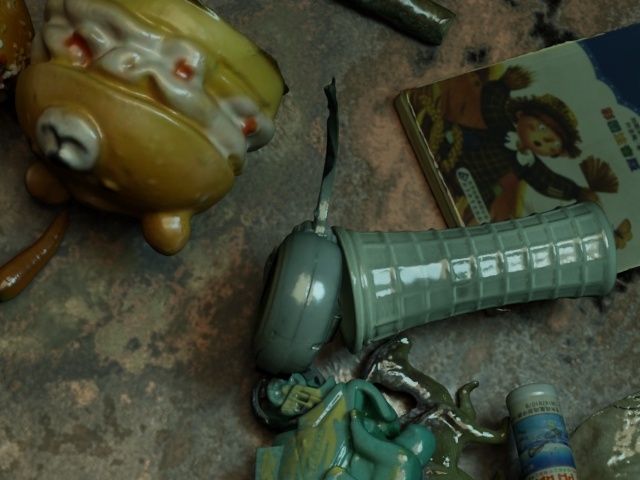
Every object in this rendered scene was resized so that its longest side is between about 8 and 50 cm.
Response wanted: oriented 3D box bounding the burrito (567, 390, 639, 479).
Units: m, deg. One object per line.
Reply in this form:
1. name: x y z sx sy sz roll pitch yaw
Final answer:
1. burrito: 0.311 0.298 1.412 0.175 0.107 0.347 8 69 17

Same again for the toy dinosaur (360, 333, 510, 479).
1. toy dinosaur: 0.128 0.242 1.423 0.162 0.077 0.294 -1 56 -10

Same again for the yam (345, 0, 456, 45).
1. yam: 0.037 -0.318 1.618 0.274 0.061 0.061 27 66 -4

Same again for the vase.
1. vase: 0.167 0.032 1.452 0.299 0.143 0.143 -8 72 -9

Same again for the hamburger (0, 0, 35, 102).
1. hamburger: -0.416 -0.270 1.380 0.295 0.151 0.227 50 31 -19

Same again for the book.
1. book: 0.336 -0.103 1.621 0.428 0.039 0.300 -18 75 -19

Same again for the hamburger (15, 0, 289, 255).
1. hamburger: -0.197 -0.131 1.387 0.276 0.276 0.236 28 78 -3

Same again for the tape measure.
1. tape measure: 0.001 0.000 1.325 0.084 0.330 0.164 12 38 -12

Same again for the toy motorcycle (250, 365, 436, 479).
1. toy motorcycle: 0.020 0.249 1.343 0.198 0.109 0.296 -6 51 11

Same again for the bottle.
1. bottle: 0.243 0.256 1.378 0.060 0.060 0.217 -1 59 -15

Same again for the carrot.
1. carrot: -0.311 0.020 1.417 0.035 0.035 0.142 38 58 2
